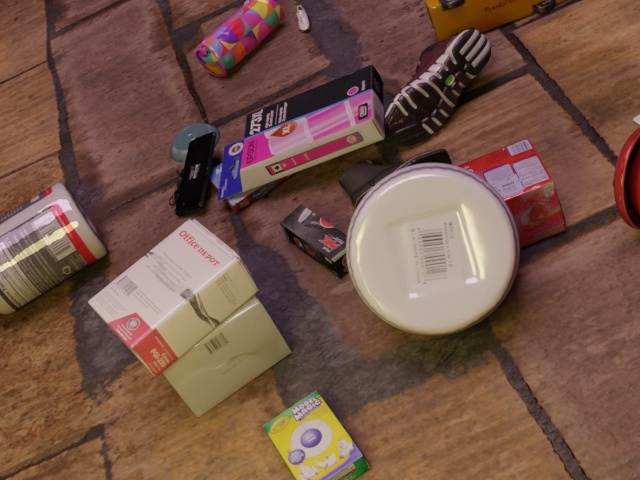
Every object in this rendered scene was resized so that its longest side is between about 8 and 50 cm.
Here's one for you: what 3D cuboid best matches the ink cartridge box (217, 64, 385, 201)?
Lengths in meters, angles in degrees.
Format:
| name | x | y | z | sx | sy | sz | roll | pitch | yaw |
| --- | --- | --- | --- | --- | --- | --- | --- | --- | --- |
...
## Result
| name | x | y | z | sx | sy | sz | roll | pitch | yaw |
| --- | --- | --- | --- | --- | --- | --- | --- | --- | --- |
| ink cartridge box | -0.051 | -0.209 | 2.014 | 0.371 | 0.069 | 0.175 | -21 | 41 | 21 |

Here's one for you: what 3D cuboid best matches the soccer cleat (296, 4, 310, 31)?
| name | x | y | z | sx | sy | sz | roll | pitch | yaw |
| --- | --- | --- | --- | --- | --- | --- | --- | --- | --- |
| soccer cleat | -0.043 | -0.524 | 2.418 | 0.029 | 0.035 | 0.083 | -18 | 42 | 10 |

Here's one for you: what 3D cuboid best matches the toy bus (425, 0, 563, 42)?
| name | x | y | z | sx | sy | sz | roll | pitch | yaw |
| --- | --- | --- | --- | --- | --- | --- | --- | --- | --- |
| toy bus | 0.385 | -0.530 | 2.154 | 0.333 | 0.108 | 0.130 | -20 | 42 | 8 |

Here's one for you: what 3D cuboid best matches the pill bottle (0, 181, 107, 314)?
| name | x | y | z | sx | sy | sz | roll | pitch | yaw |
| --- | --- | --- | --- | --- | --- | --- | --- | --- | --- |
| pill bottle | -0.601 | 0.036 | 2.031 | 0.319 | 0.176 | 0.176 | -32 | 42 | -7 |

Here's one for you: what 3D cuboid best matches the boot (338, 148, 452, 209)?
| name | x | y | z | sx | sy | sz | roll | pitch | yaw |
| --- | --- | --- | --- | --- | --- | --- | --- | --- | --- |
| boot | 0.131 | -0.133 | 1.913 | 0.198 | 0.077 | 0.137 | -29 | 36 | -5 |

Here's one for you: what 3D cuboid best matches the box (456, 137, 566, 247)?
| name | x | y | z | sx | sy | sz | roll | pitch | yaw |
| --- | --- | --- | --- | --- | --- | --- | --- | --- | --- |
| box | 0.263 | -0.048 | 1.718 | 0.257 | 0.122 | 0.128 | -22 | 41 | 5 |

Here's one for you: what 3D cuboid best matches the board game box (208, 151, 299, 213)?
| name | x | y | z | sx | sy | sz | roll | pitch | yaw |
| --- | --- | --- | --- | --- | --- | --- | --- | --- | --- |
| board game box | -0.088 | -0.172 | 2.093 | 0.281 | 0.027 | 0.145 | -34 | 43 | -8 |

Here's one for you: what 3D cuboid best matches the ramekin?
| name | x | y | z | sx | sy | sz | roll | pitch | yaw |
| --- | --- | --- | --- | --- | --- | --- | --- | --- | --- |
| ramekin | 0.171 | 0.015 | 1.575 | 0.277 | 0.277 | 0.135 | -21 | -2 | 6 |

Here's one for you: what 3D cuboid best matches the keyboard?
| name | x | y | z | sx | sy | sz | roll | pitch | yaw |
| --- | --- | --- | --- | --- | --- | --- | --- | --- | --- |
| keyboard | -0.258 | -0.132 | 2.126 | 0.100 | 0.038 | 0.192 | -14 | 52 | 32 |

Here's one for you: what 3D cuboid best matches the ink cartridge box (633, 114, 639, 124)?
| name | x | y | z | sx | sy | sz | roll | pitch | yaw |
| --- | --- | --- | --- | --- | --- | --- | --- | --- | --- |
| ink cartridge box | 0.625 | -0.213 | 1.747 | 0.104 | 0.061 | 0.181 | -32 | 41 | -6 |

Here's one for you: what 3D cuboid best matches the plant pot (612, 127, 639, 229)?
| name | x | y | z | sx | sy | sz | roll | pitch | yaw |
| --- | --- | --- | --- | --- | --- | --- | --- | --- | --- |
| plant pot | 0.561 | -0.090 | 1.569 | 0.174 | 0.191 | 0.191 | 13 | 54 | 46 |

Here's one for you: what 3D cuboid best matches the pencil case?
| name | x | y | z | sx | sy | sz | roll | pitch | yaw |
| --- | --- | --- | --- | --- | --- | --- | --- | --- | --- |
| pencil case | -0.189 | -0.489 | 2.413 | 0.104 | 0.104 | 0.236 | 19 | 59 | 39 |

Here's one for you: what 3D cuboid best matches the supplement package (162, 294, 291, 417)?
| name | x | y | z | sx | sy | sz | roll | pitch | yaw |
| --- | --- | --- | --- | --- | --- | --- | --- | --- | --- |
| supplement package | -0.195 | 0.145 | 1.736 | 0.194 | 0.149 | 0.203 | -34 | 43 | -8 |

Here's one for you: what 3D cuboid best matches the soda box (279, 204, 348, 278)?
| name | x | y | z | sx | sy | sz | roll | pitch | yaw |
| --- | --- | --- | --- | --- | --- | --- | --- | --- | --- |
| soda box | 0.000 | 0.000 | 1.855 | 0.060 | 0.053 | 0.169 | -40 | 44 | -14 |

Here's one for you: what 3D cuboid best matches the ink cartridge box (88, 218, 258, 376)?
| name | x | y | z | sx | sy | sz | roll | pitch | yaw |
| --- | --- | --- | --- | --- | --- | --- | --- | --- | --- |
| ink cartridge box | -0.233 | 0.086 | 1.631 | 0.218 | 0.092 | 0.158 | -41 | 44 | -12 |

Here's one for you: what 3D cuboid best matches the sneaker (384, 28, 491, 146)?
| name | x | y | z | sx | sy | sz | roll | pitch | yaw |
| --- | --- | --- | --- | --- | --- | --- | --- | --- | --- |
| sneaker | 0.210 | -0.300 | 2.041 | 0.281 | 0.106 | 0.162 | -45 | 19 | -5 |

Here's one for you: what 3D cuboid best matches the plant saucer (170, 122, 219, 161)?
| name | x | y | z | sx | sy | sz | roll | pitch | yaw |
| --- | --- | --- | --- | --- | --- | --- | --- | --- | --- |
| plant saucer | -0.279 | -0.220 | 2.243 | 0.119 | 0.021 | 0.119 | -14 | 42 | 13 |

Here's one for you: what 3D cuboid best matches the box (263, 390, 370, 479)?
| name | x | y | z | sx | sy | sz | roll | pitch | yaw |
| --- | --- | --- | --- | --- | --- | --- | --- | --- | --- |
| box | -0.012 | 0.306 | 1.562 | 0.105 | 0.043 | 0.179 | -33 | 40 | -8 |
